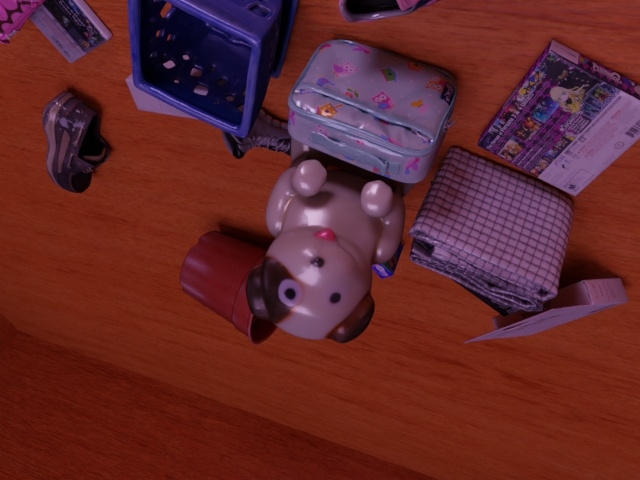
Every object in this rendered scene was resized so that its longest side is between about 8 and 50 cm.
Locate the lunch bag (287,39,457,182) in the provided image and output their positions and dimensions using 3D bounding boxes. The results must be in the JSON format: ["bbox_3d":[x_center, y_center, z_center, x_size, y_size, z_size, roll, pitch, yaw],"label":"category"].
[{"bbox_3d":[0.093,-0.225,1.019,0.279,0.224,0.107,21,145,9],"label":"lunch bag"}]

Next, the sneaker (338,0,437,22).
[{"bbox_3d":[0.169,-0.383,0.846,0.319,0.131,0.112,-5,134,37],"label":"sneaker"}]

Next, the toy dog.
[{"bbox_3d":[0.000,0.000,1.130,0.285,0.407,0.395,25,130,-6],"label":"toy dog"}]

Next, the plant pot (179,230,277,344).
[{"bbox_3d":[-0.232,0.112,1.659,0.265,0.272,0.272,25,146,17],"label":"plant pot"}]

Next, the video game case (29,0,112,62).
[{"bbox_3d":[-0.570,-0.495,1.282,0.173,0.022,0.190,-8,131,40],"label":"video game case"}]

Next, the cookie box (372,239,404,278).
[{"bbox_3d":[0.148,0.021,1.403,0.040,0.107,0.092,-20,124,44],"label":"cookie box"}]

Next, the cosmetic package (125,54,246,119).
[{"bbox_3d":[-0.272,-0.322,1.229,0.231,0.117,0.085,13,142,21],"label":"cosmetic package"}]

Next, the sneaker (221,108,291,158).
[{"bbox_3d":[-0.126,-0.206,1.266,0.229,0.132,0.086,30,145,-4],"label":"sneaker"}]

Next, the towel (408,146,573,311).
[{"bbox_3d":[0.323,-0.018,1.133,0.284,0.234,0.121,23,151,5],"label":"towel"}]

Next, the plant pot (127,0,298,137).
[{"bbox_3d":[-0.175,-0.362,1.028,0.236,0.212,0.236,27,145,2],"label":"plant pot"}]

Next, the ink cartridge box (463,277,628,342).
[{"bbox_3d":[0.480,0.156,1.290,0.239,0.060,0.275,1,157,-30],"label":"ink cartridge box"}]

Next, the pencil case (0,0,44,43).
[{"bbox_3d":[-0.647,-0.498,1.233,0.209,0.095,0.098,-13,93,45],"label":"pencil case"}]

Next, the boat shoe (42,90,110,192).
[{"bbox_3d":[-0.648,-0.234,1.575,0.130,0.132,0.355,26,147,2],"label":"boat shoe"}]

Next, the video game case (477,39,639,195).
[{"bbox_3d":[0.417,-0.198,1.002,0.210,0.041,0.232,27,145,0],"label":"video game case"}]

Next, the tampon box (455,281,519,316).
[{"bbox_3d":[0.390,0.066,1.290,0.161,0.120,0.101,36,144,-12],"label":"tampon box"}]
